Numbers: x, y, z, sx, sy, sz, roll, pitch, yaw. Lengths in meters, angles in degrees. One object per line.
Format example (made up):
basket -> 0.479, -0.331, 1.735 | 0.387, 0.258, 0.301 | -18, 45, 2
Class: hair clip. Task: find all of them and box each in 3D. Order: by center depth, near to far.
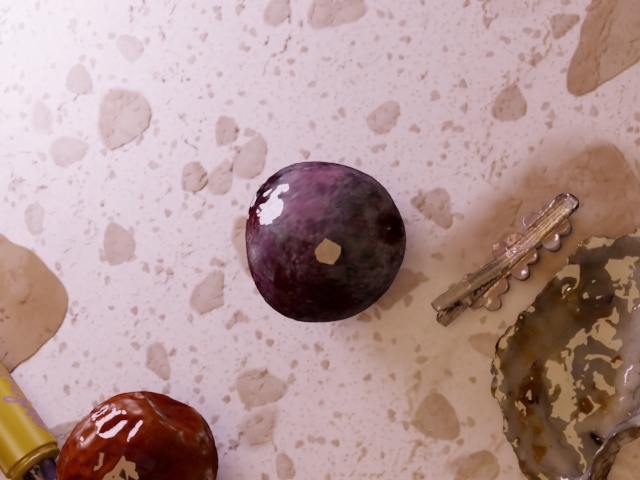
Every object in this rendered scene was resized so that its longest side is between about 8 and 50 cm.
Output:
hair clip -> 0.220, 0.027, 1.378 | 0.214, 0.056, 0.062 | -38, 59, 0

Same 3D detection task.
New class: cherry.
cherry -> 0.009, -0.002, 1.374 | 0.195, 0.195, 0.195 | -2, 83, 16

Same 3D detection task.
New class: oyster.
oyster -> 0.300, 0.154, 1.325 | 0.204, 0.111, 0.396 | 25, 92, 35

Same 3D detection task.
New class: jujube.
jujube -> -0.231, 0.306, 1.411 | 0.190, 0.190, 0.255 | 24, 104, 17

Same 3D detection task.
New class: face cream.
face cream -> -0.395, 0.246, 1.512 | 0.078, 0.078, 0.273 | -42, 74, 8
